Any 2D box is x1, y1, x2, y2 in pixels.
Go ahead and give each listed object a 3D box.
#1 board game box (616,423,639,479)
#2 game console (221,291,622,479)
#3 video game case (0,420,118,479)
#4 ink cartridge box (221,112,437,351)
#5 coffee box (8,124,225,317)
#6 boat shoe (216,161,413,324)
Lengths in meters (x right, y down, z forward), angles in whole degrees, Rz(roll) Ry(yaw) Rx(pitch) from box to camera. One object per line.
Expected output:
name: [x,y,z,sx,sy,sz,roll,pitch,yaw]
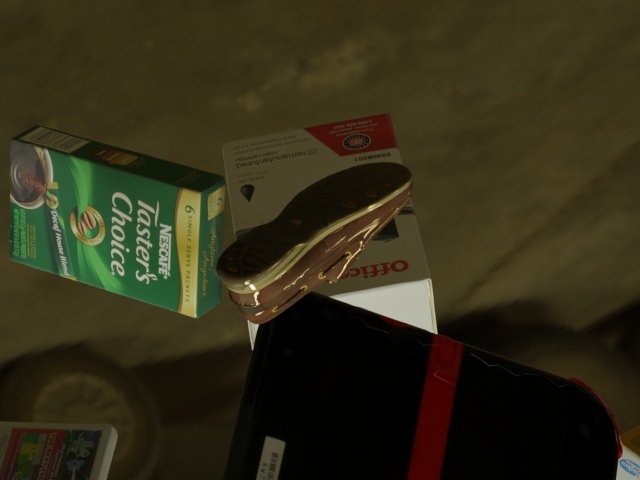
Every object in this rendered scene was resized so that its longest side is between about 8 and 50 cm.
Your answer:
board game box: [0.369,0.369,1.802,0.064,0.242,0.317,-23,135,-38]
game console: [0.074,0.256,1.482,0.342,0.387,0.060,18,153,-12]
video game case: [-0.293,0.261,1.674,0.183,0.201,0.023,-1,147,21]
ink cartridge box: [0.007,0.004,1.969,0.197,0.273,0.114,-10,135,-1]
coffee box: [-0.163,-0.016,1.435,0.040,0.184,0.113,-36,137,-55]
boat shoe: [0.000,0.000,1.410,0.178,0.064,0.060,-35,128,-21]
